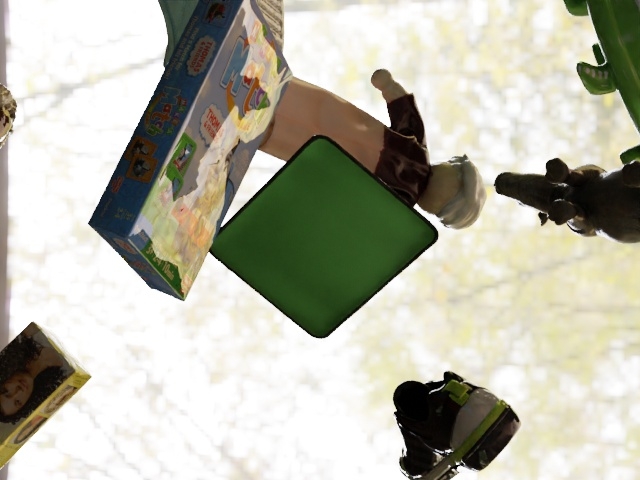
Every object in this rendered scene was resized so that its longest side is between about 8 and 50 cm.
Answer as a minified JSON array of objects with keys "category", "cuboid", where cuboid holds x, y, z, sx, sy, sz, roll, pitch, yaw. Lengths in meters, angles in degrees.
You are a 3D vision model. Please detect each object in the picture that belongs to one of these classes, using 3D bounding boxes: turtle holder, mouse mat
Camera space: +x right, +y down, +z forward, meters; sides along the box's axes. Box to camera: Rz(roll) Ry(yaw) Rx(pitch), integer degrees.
[{"category":"turtle holder","cuboid":[0.445,-0.207,2.073,0.320,0.227,0.243,62,-162,-21]},{"category":"mouse mat","cuboid":[0.000,0.000,1.616,0.152,0.189,0.007,40,-146,-11]}]

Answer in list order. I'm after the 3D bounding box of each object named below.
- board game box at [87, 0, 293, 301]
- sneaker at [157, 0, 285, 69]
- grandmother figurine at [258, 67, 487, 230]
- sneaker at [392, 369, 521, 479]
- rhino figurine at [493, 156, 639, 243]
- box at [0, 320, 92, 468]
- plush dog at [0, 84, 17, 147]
[{"category":"board game box","cuboid":[-0.095,-0.075,1.327,0.212,0.039,0.160,-66,-18,-13]},{"category":"sneaker","cuboid":[-0.122,-0.307,1.779,0.135,0.150,0.366,-50,-31,-53]},{"category":"grandmother figurine","cuboid":[0.059,-0.107,2.087,0.342,0.104,0.208,25,-100,-25]},{"category":"sneaker","cuboid":[0.108,0.160,1.578,0.084,0.097,0.234,-49,1,-22]},{"category":"rhino figurine","cuboid":[0.256,-0.038,1.625,0.106,0.243,0.073,12,-93,-43]},{"category":"box","cuboid":[-0.374,0.203,1.963,0.232,0.087,0.058,-46,-19,2]},{"category":"plush dog","cuboid":[-0.425,-0.219,1.728,0.225,0.210,0.262,-88,-16,-51]}]
